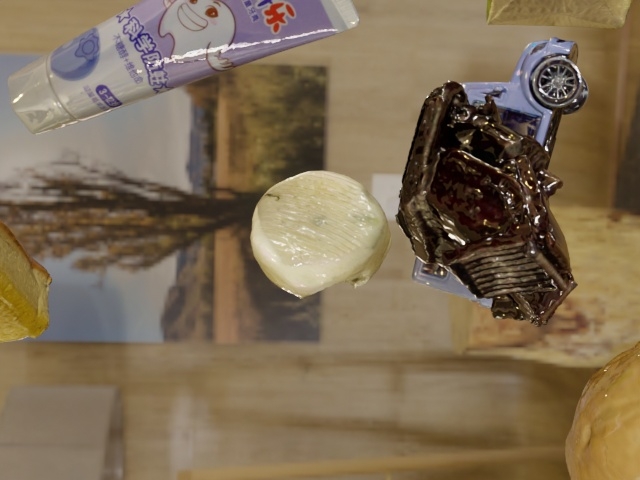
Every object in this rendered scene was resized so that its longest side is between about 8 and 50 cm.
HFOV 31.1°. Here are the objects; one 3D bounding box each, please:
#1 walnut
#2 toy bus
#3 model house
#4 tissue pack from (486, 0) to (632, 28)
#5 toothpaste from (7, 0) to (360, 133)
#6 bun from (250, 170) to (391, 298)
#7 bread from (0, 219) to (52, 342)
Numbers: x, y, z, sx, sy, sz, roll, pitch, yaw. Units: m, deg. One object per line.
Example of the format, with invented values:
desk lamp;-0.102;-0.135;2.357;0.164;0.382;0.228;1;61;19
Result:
walnut;0.208;0.113;0.602;0.166;0.167;0.149;99;179;-57
toy bus;0.194;-0.080;1.242;0.125;0.133;0.292;-8;-67;-74
model house;0.156;-0.015;0.973;0.141;0.164;0.203;-59;-27;-8
tissue pack;0.347;-0.461;1.653;0.167;0.200;0.274;80;-166;-69
toothpaste;-0.150;-0.209;1.179;0.125;0.371;0.080;63;-162;-21
bun;0.000;0.000;1.730;0.116;0.210;0.237;88;-162;-46
bread;-0.640;0.069;1.890;0.333;0.324;0.143;79;-176;-66
